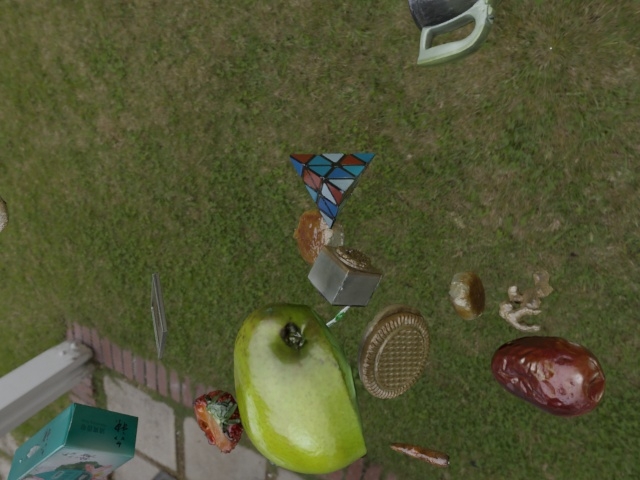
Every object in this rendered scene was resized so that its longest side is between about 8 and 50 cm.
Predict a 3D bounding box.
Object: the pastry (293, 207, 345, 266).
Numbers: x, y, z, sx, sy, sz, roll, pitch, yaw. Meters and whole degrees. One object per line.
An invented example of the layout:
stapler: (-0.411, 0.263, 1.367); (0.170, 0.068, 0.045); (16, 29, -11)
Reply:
pastry: (0.000, 0.000, 1.574); (0.219, 0.100, 0.228); (-24, 75, 51)

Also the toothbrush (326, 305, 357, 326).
toothbrush: (0.077, 0.319, 1.878); (0.030, 0.030, 0.304); (47, 130, 2)

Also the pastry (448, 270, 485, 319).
pastry: (0.582, 0.217, 1.745); (0.093, 0.182, 0.192); (-7, 121, 41)

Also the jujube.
jujube: (0.664, 0.393, 1.312); (0.223, 0.223, 0.318); (61, 155, -7)

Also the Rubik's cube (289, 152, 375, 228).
Rubik's cube: (0.025, -0.183, 1.316); (0.250, 0.234, 0.284); (33, 101, -15)

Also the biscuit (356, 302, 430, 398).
biscuit: (0.199, 0.296, 1.191); (0.079, 0.259, 0.259); (20, 124, 54)

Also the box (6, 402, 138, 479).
box: (-0.526, 0.452, 0.940); (0.245, 0.092, 0.153); (-38, 130, 22)

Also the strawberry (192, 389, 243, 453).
strawberry: (-0.230, 0.424, 1.052); (0.141, 0.085, 0.192); (-5, 115, 43)

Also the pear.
pear: (-0.072, 0.281, 0.941); (0.342, 0.239, 0.317); (-136, 31, -60)

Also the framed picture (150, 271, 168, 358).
framed picture: (-0.498, 0.236, 1.350); (0.260, 0.023, 0.188); (-57, 45, 52)

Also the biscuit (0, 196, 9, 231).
biscuit: (-0.538, -0.062, 0.654); (0.152, 0.020, 0.152); (4, 138, 4)

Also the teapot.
teapot: (0.374, -0.680, 1.223); (0.240, 0.321, 0.239); (16, 159, 45)

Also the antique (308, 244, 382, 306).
antique: (0.075, 0.102, 1.320); (0.152, 0.147, 0.147); (44, 115, 44)

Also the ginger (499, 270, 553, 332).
ginger: (0.727, 0.200, 1.566); (0.150, 0.258, 0.065); (16, 150, 31)

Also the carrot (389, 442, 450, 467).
carrot: (0.250, 0.538, 1.121); (0.165, 0.036, 0.035); (-1, 111, 39)
